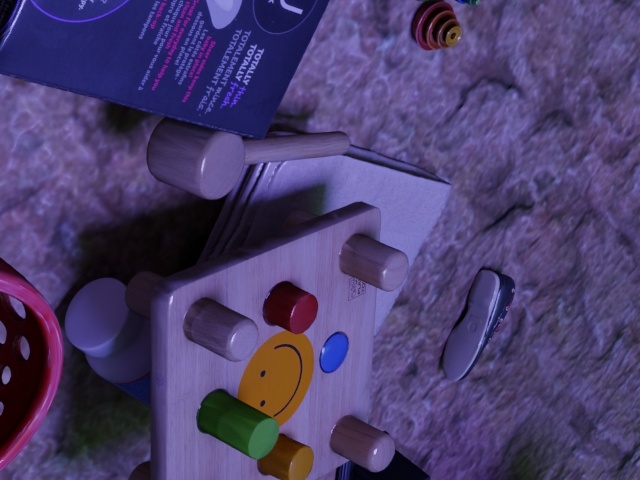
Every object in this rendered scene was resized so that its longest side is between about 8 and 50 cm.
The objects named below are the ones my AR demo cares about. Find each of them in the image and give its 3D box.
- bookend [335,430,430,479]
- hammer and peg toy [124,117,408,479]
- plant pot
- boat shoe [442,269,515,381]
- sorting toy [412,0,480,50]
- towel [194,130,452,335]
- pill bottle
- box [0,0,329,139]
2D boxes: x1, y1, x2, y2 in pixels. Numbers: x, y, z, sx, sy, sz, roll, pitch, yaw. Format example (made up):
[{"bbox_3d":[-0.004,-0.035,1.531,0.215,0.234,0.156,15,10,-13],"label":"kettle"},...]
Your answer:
[{"bbox_3d":[0.089,0.322,1.722,0.072,0.157,0.156,-21,131,-36],"label":"bookend"},{"bbox_3d":[-0.035,0.064,1.309,0.266,0.127,0.361,-22,124,-44],"label":"hammer and peg toy"},{"bbox_3d":[-0.307,0.068,1.113,0.191,0.174,0.191,-27,134,-31],"label":"plant pot"},{"bbox_3d":[0.176,0.097,1.733,0.042,0.049,0.133,14,102,-41],"label":"boat shoe"},{"bbox_3d":[0.115,-0.219,1.447,0.061,0.042,0.102,-32,136,-26],"label":"sorting toy"},{"bbox_3d":[0.000,0.000,1.485,0.282,0.049,0.187,13,109,-50],"label":"towel"},{"bbox_3d":[-0.149,0.093,1.365,0.087,0.087,0.160,-52,142,-4],"label":"pill bottle"},{"bbox_3d":[-0.137,-0.193,1.123,0.270,0.143,0.165,12,110,-50],"label":"box"}]
